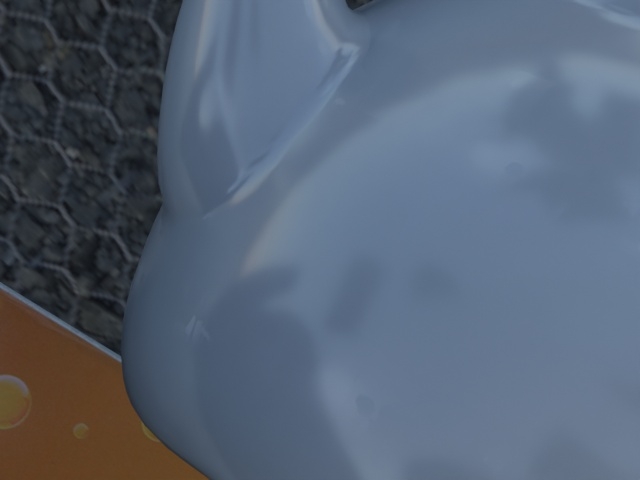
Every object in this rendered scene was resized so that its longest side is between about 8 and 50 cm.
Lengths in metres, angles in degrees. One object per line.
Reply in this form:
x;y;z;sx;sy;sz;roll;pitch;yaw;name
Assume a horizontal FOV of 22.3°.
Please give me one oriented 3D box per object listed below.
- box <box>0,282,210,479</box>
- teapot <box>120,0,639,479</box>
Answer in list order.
-0.129;0.149;0.684;0.345;0.168;0.215;32;80;-9;box
0.086;0.005;0.435;0.252;0.256;0.187;26;90;25;teapot
